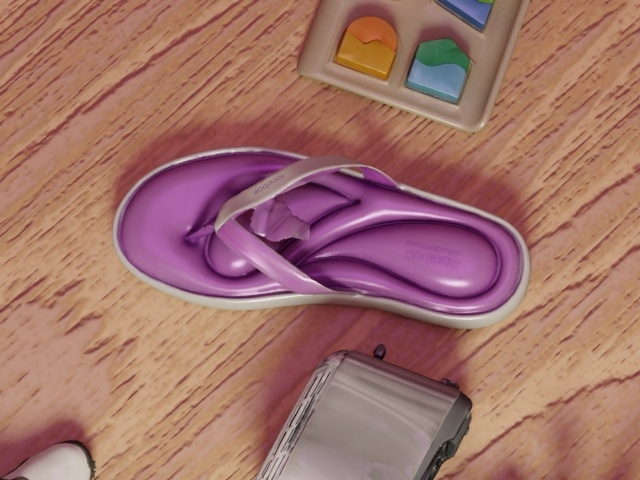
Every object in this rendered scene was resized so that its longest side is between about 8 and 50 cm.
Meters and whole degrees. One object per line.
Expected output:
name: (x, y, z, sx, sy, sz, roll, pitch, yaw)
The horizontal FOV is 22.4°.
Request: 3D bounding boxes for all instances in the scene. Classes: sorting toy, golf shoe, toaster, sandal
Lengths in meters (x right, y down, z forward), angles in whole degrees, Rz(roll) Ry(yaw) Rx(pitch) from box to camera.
sorting toy: (0.100, -0.228, 1.671, 0.208, 0.038, 0.193, 18, 75, 7)
golf shoe: (-0.295, 0.257, 1.511, 0.198, 0.094, 0.077, -40, 76, -11)
toaster: (0.035, 0.211, 1.501, 0.146, 0.129, 0.227, 26, 78, 12)
sandal: (0.001, -0.015, 1.577, 0.416, 0.102, 0.169, 6, 74, 3)
